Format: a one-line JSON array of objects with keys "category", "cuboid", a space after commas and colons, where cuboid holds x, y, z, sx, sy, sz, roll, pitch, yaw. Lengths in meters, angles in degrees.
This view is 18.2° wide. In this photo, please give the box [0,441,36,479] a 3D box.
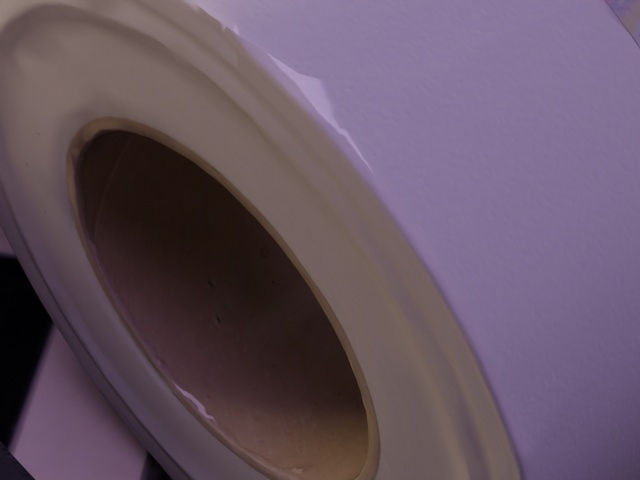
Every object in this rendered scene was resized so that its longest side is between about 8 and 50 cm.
[{"category": "box", "cuboid": [-0.142, 0.232, 0.460, 0.312, 0.179, 0.343, -30, 51, -24]}]

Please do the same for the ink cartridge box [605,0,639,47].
[{"category": "ink cartridge box", "cuboid": [0.124, -0.045, 0.804, 0.306, 0.131, 0.226, 34, 58, 23]}]

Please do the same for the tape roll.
[{"category": "tape roll", "cuboid": [0.000, 0.000, 0.663, 0.100, 0.286, 0.286, -37, 60, -27]}]
